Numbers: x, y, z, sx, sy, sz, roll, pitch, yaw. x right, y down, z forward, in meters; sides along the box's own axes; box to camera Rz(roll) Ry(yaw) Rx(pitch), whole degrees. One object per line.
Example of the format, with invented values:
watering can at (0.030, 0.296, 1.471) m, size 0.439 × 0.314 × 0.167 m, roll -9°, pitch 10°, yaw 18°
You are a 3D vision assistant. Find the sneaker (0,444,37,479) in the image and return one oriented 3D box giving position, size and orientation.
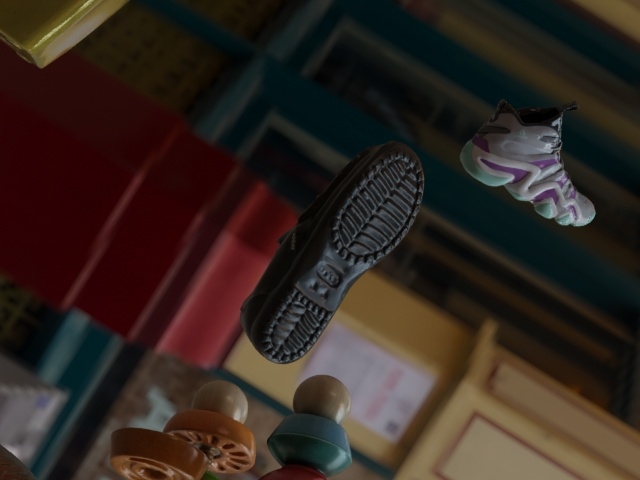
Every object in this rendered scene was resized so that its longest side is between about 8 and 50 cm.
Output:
sneaker at (-0.289, 0.318, 1.803) m, size 0.108 × 0.302 × 0.121 m, roll -12°, pitch 144°, yaw -37°

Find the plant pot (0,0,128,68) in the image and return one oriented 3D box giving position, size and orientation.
plant pot at (-0.220, -0.251, 1.497) m, size 0.187 × 0.212 × 0.212 m, roll -54°, pitch -176°, yaw -2°

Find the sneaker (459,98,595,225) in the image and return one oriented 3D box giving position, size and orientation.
sneaker at (0.140, -0.053, 1.180) m, size 0.069 × 0.098 × 0.038 m, roll -57°, pitch -152°, yaw 17°

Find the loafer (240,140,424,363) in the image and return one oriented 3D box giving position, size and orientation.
loafer at (0.000, 0.000, 1.653) m, size 0.220 × 0.080 × 0.078 m, roll -50°, pitch -143°, yaw -13°

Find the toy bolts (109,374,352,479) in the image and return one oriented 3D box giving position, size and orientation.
toy bolts at (-0.081, 0.193, 1.973) m, size 0.218 × 0.229 × 0.158 m, roll 56°, pitch 44°, yaw -52°
